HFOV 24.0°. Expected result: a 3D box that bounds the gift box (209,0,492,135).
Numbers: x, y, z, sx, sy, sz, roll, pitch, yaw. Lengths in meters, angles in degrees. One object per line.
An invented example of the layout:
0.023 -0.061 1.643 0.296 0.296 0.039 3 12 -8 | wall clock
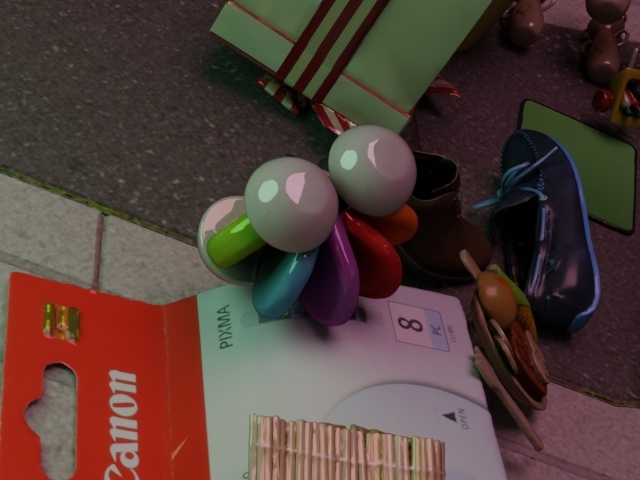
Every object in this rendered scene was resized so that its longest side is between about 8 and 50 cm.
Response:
0.062 -0.255 1.566 0.276 0.258 0.255 36 36 -2 | gift box

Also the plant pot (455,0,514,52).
0.165 -0.361 1.770 0.254 0.239 0.254 17 37 -13 | plant pot

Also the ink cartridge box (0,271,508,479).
-0.048 0.138 1.164 0.385 0.091 0.308 13 38 -19 | ink cartridge box

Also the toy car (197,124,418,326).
0.000 0.000 1.208 0.182 0.159 0.136 -24 86 -32 | toy car

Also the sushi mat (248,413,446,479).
0.022 0.271 1.005 0.151 0.019 0.317 8 63 -18 | sushi mat

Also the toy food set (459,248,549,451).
0.173 0.088 1.329 0.132 0.038 0.192 53 18 -24 | toy food set

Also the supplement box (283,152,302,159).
-0.014 -0.024 1.406 0.083 0.056 0.083 24 36 -5 | supplement box

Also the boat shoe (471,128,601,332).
0.213 -0.026 1.509 0.089 0.109 0.258 9 38 -17 | boat shoe

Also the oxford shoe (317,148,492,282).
0.104 -0.027 1.407 0.227 0.096 0.083 31 39 -44 | oxford shoe

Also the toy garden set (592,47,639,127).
0.447 -0.219 1.762 0.203 0.244 0.049 10 23 -22 | toy garden set

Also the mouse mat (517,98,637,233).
0.290 -0.087 1.711 0.152 0.007 0.190 24 35 -4 | mouse mat

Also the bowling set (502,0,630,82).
0.387 -0.275 1.893 0.200 0.287 0.154 60 28 -33 | bowling set
